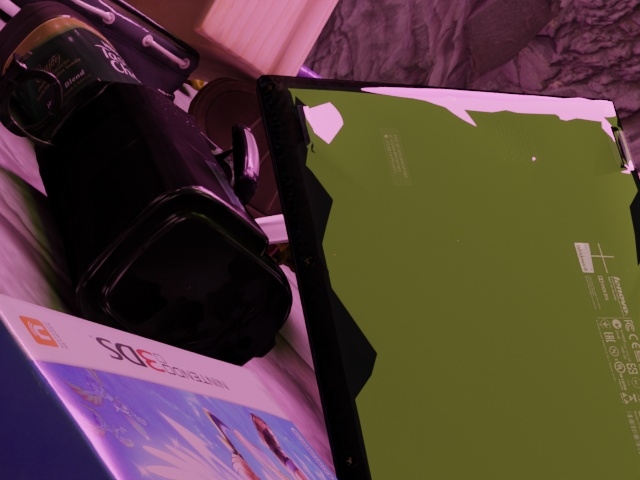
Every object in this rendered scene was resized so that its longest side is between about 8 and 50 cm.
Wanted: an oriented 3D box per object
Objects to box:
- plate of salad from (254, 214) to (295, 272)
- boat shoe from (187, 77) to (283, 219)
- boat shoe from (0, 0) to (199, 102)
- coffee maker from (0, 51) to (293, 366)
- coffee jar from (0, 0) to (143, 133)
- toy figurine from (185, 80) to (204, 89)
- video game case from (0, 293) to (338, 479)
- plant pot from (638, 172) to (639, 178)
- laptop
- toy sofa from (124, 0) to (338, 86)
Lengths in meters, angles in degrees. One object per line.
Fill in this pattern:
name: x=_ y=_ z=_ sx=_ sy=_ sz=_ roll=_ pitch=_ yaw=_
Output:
plate of salad: x=0.000 y=0.000 z=1.170 sx=0.200 sy=0.199 sz=0.048 roll=-38 pitch=120 yaw=-82
boat shoe: x=-0.042 y=-0.068 z=1.524 sx=0.307 sy=0.111 sz=0.104 roll=44 pitch=-3 yaw=-38
boat shoe: x=-0.237 y=-0.228 z=1.321 sx=0.302 sy=0.091 sz=0.114 roll=40 pitch=10 yaw=-38
coffee maker: x=-0.113 y=-0.014 z=0.877 sx=0.171 sy=0.120 sz=0.178 roll=16 pitch=20 yaw=-24
coffee jar: x=-0.163 y=-0.093 z=1.060 sx=0.184 sy=0.079 sz=0.096 roll=50 pitch=9 yaw=30
toy figurine: x=-0.255 y=-0.362 z=1.816 sx=0.191 sy=0.217 sz=0.363 roll=173 pitch=-85 yaw=-82
video game case: x=-0.023 y=0.152 z=0.608 sx=0.269 sy=0.061 sz=0.244 roll=49 pitch=10 yaw=24
plant pot: x=0.342 y=0.132 z=1.824 sx=0.305 sy=0.334 sz=0.334 roll=56 pitch=8 yaw=3
laptop: x=0.138 y=0.123 z=0.959 sx=0.407 sy=0.236 sz=0.382 roll=2 pitch=60 yaw=-26
toy sofa: x=-0.105 y=-0.256 z=1.522 sx=0.177 sy=0.150 sz=0.362 roll=31 pitch=-4 yaw=-33
